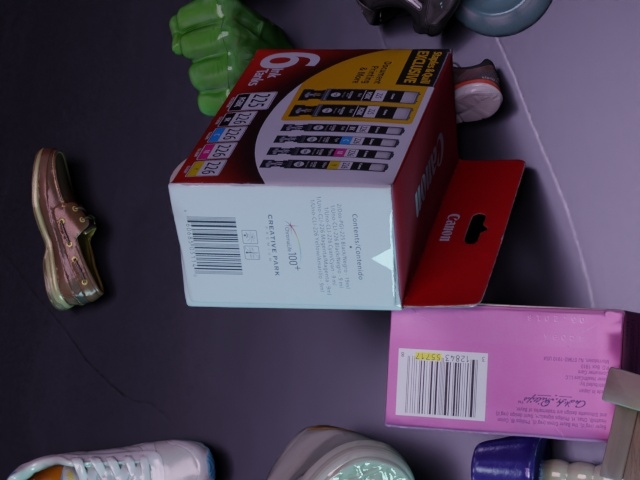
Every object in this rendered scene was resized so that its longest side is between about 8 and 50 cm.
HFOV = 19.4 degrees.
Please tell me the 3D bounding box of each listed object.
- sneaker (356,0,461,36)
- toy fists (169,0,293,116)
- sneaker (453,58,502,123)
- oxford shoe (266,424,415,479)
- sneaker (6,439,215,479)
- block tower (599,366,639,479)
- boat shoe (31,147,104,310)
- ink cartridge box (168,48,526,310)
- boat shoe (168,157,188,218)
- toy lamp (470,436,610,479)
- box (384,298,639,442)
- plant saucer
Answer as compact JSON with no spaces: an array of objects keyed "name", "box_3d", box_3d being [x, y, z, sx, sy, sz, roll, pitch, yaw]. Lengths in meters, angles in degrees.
[{"name":"sneaker","box_3d":[0.052,-0.281,1.933,0.234,0.078,0.106,32,109,29]},{"name":"toy fists","box_3d":[-0.102,-0.256,1.956,0.096,0.142,0.279,-10,79,20]},{"name":"sneaker","box_3d":[0.112,-0.146,1.914,0.158,0.061,0.065,-10,51,20]},{"name":"oxford shoe","box_3d":[-0.057,0.368,1.870,0.449,0.169,0.130,-58,27,13]},{"name":"sneaker","box_3d":[-0.219,0.257,1.959,0.229,0.092,0.087,-13,77,18]},{"name":"block tower","box_3d":[0.386,0.187,1.620,0.091,0.335,0.097,10,85,56]},{"name":"boat shoe","box_3d":[-0.271,-0.015,2.035,0.060,0.064,0.178,-11,85,15]},{"name":"ink cartridge box","box_3d":[0.037,-0.065,1.751,0.272,0.309,0.130,1,119,14]},{"name":"boat shoe","box_3d":[0.000,0.000,1.921,0.335,0.095,0.112,19,54,19]},{"name":"toy lamp","box_3d":[0.280,0.224,1.778,0.275,0.080,0.080,1,83,20]},{"name":"box","box_3d":[0.199,0.120,1.731,0.213,0.243,0.117,2,87,21]},{"name":"plant saucer","box_3d":[0.181,-0.268,1.912,0.119,0.021,0.119,-3,81,21]}]
